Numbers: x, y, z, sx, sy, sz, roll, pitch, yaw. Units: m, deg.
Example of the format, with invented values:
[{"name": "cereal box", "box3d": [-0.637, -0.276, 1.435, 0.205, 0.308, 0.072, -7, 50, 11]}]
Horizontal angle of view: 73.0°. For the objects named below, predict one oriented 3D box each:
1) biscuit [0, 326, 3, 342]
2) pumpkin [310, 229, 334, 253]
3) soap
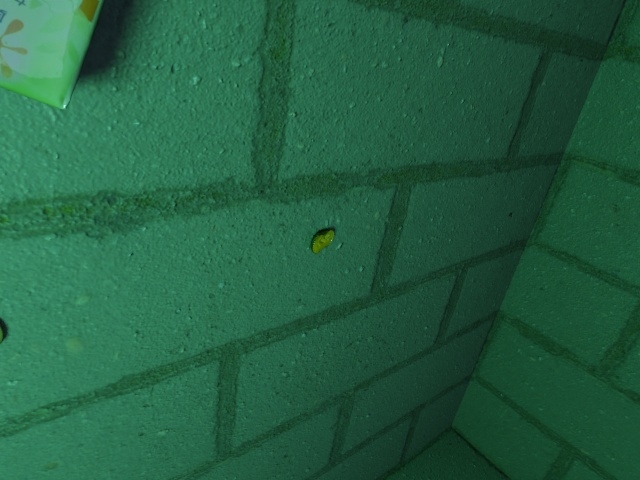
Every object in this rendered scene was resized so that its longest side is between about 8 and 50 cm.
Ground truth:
[{"name": "biscuit", "box3d": [-0.563, 0.168, 0.655, 0.147, 0.018, 0.071, -33, 132, -22]}, {"name": "pumpkin", "box3d": [-0.001, -0.001, 1.060, 0.083, 0.028, 0.050, -22, 132, -43]}, {"name": "soap", "box3d": [-0.358, -0.271, 0.467, 0.199, 0.138, 0.182, 16, 105, -48]}]
